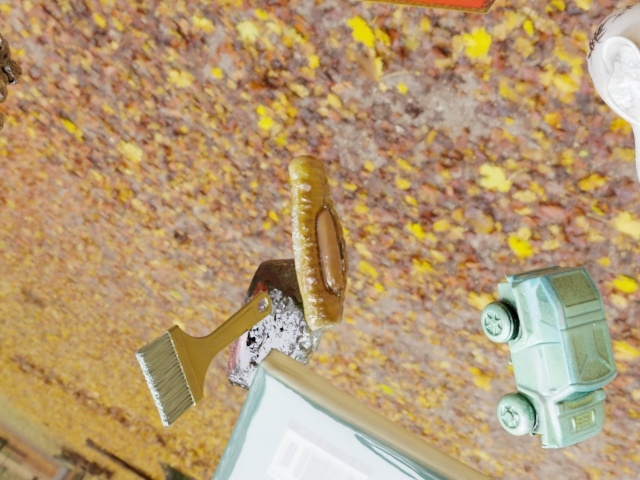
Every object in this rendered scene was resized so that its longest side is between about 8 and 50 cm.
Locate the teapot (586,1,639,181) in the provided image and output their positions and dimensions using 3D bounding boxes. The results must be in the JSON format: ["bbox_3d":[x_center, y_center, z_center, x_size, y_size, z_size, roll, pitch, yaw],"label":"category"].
[{"bbox_3d":[0.438,-0.189,0.963,0.208,0.165,0.299,18,153,39],"label":"teapot"}]

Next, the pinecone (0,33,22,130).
[{"bbox_3d":[-0.252,-0.107,0.331,0.222,0.221,0.221,26,153,14],"label":"pinecone"}]

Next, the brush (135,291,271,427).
[{"bbox_3d":[-0.107,0.104,0.787,0.011,0.205,0.083,-8,107,34],"label":"brush"}]

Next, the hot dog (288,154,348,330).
[{"bbox_3d":[0.001,0.000,0.586,0.044,0.136,0.028,4,165,-44],"label":"hot dog"}]

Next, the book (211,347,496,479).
[{"bbox_3d":[0.015,0.276,0.518,0.264,0.031,0.379,29,121,8],"label":"book"}]

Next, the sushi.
[{"bbox_3d":[-0.057,0.141,1.174,0.126,0.136,0.225,22,113,10],"label":"sushi"}]

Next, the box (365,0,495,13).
[{"bbox_3d":[0.084,-0.329,0.684,0.153,0.239,0.074,2,162,-5],"label":"box"}]

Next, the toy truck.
[{"bbox_3d":[0.368,0.182,1.207,0.156,0.155,0.278,-16,83,57],"label":"toy truck"}]
